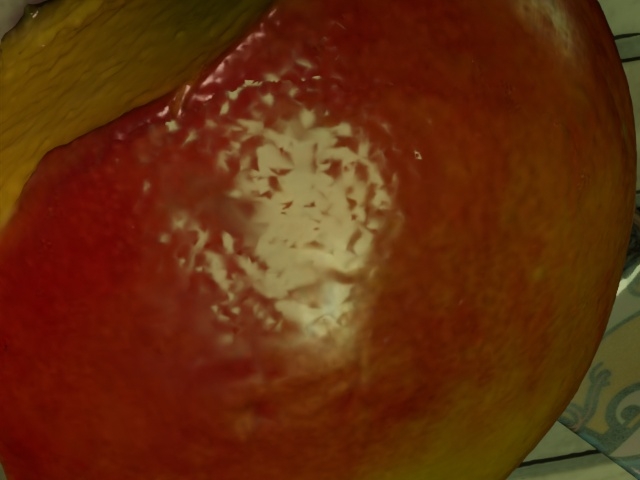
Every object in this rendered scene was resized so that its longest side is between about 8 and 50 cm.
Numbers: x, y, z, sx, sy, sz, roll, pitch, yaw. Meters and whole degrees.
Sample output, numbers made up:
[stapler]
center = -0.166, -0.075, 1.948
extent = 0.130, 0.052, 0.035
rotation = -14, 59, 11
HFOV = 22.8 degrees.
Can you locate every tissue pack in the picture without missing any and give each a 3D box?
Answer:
[tissue pack]
center = 0.181, 0.063, 0.923
extent = 0.115, 0.065, 0.155
rotation = -40, 125, 19

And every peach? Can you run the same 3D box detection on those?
[peach]
center = 0.000, 0.000, 0.730
extent = 0.306, 0.242, 0.380
rotation = -10, 127, 1
